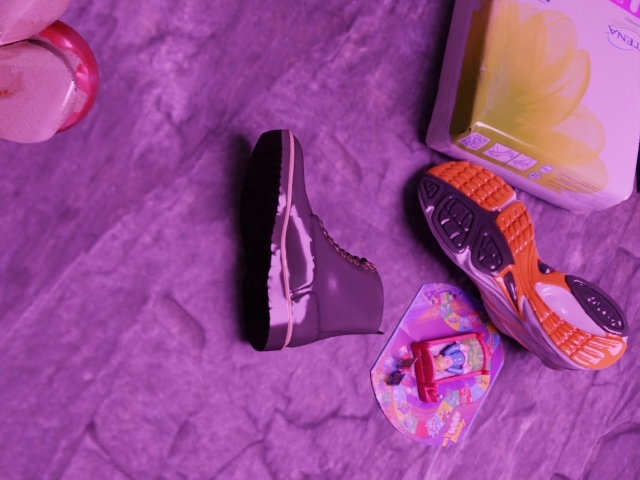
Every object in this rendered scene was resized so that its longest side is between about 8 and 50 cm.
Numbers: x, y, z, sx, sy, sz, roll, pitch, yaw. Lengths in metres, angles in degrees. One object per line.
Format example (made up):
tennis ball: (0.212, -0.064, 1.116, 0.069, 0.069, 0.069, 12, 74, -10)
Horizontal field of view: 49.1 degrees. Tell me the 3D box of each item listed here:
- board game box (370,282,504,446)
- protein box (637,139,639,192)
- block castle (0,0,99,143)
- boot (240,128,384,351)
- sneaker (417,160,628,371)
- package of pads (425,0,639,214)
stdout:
board game box: (0.134, 0.128, 0.721, 0.133, 0.033, 0.168, 41, 68, -15)
protein box: (0.527, -0.154, 0.893, 0.201, 0.136, 0.199, 6, 79, -25)
block castle: (-0.307, -0.257, 0.378, 0.303, 0.213, 0.453, -13, 110, -15)
boot: (0.000, 0.000, 0.660, 0.137, 0.077, 0.197, 1, 96, -30)
sneaker: (0.187, 0.037, 0.732, 0.099, 0.121, 0.262, -33, 74, -17)
package of pads: (0.257, -0.199, 0.788, 0.229, 0.101, 0.296, 20, 74, -21)
